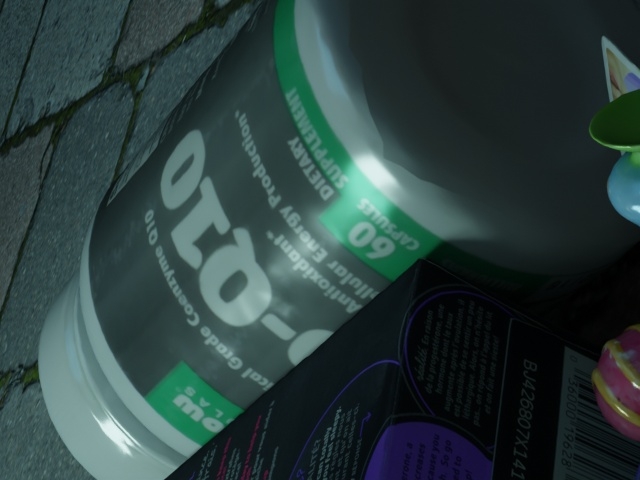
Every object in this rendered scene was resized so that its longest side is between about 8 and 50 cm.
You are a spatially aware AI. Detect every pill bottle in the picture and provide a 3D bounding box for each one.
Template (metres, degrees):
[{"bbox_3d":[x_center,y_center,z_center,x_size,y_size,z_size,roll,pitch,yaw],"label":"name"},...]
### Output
[{"bbox_3d":[0.000,0.000,0.923,0.361,0.204,0.204,-45,32,48],"label":"pill bottle"}]

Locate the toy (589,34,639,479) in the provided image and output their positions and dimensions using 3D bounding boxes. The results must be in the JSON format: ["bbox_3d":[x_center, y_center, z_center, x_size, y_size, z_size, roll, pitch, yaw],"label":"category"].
[{"bbox_3d":[0.134,0.056,0.659,0.137,0.056,0.237,-120,13,-63],"label":"toy"}]

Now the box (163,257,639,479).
[{"bbox_3d":[0.022,0.157,0.813,0.270,0.143,0.165,-43,26,48],"label":"box"}]
